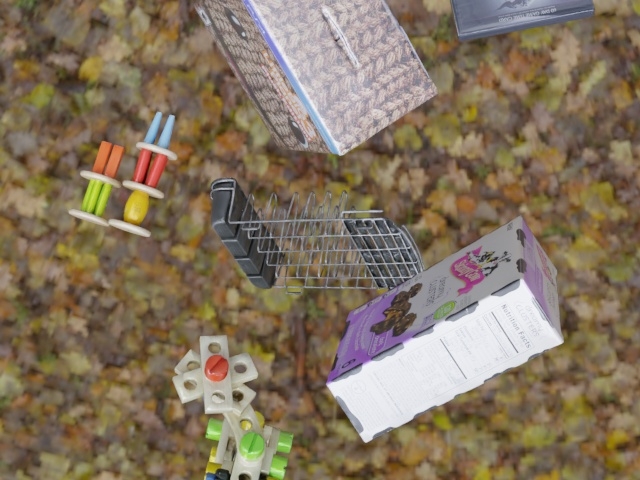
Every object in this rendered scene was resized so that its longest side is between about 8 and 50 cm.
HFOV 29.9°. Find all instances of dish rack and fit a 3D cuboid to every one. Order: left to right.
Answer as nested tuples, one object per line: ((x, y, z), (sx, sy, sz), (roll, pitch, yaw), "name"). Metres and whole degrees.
((0.000, 0.000, 1.599), (0.271, 0.074, 0.208), (0, 151, 20), "dish rack")

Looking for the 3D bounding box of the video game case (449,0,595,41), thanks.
((0.270, -0.430, 1.737), (0.196, 0.274, 0.026), (-10, 160, 4), "video game case")

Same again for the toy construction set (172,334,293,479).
((-0.104, 0.271, 1.562), (0.151, 0.215, 0.328), (6, 146, 10), "toy construction set")

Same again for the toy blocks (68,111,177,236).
((-0.235, -0.088, 1.461), (0.123, 0.148, 0.054), (14, 172, 33), "toy blocks")

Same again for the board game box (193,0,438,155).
((-0.016, -0.240, 1.478), (0.141, 0.291, 0.232), (-33, 103, -10), "board game box")

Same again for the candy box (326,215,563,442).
((0.114, 0.076, 1.074), (0.196, 0.165, 0.070), (-31, 102, 18), "candy box")
